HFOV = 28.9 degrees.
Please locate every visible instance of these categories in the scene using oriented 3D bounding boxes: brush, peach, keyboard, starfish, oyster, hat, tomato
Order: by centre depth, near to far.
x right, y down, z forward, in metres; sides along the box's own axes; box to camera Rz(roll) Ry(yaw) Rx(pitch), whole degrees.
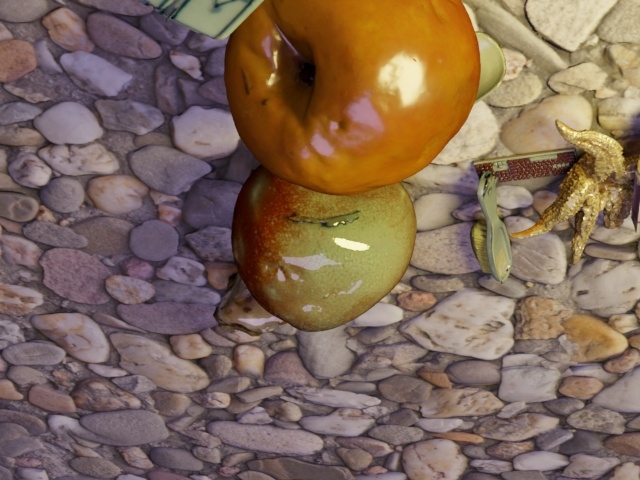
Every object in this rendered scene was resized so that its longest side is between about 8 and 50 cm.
[{"bbox_3d":[0.046,-0.226,1.671,0.342,0.343,0.301,-24,177,37],"label":"peach"},{"bbox_3d":[0.189,-0.247,1.822,0.166,0.081,0.122,-32,90,23],"label":"hat"},{"bbox_3d":[0.456,-0.076,1.976,0.301,0.084,0.294,0,141,-20],"label":"starfish"},{"bbox_3d":[0.000,0.000,1.994,0.303,0.239,0.304,-4,120,-6],"label":"tomato"},{"bbox_3d":[0.333,-0.117,2.002,0.165,0.017,0.055,-7,142,20],"label":"keyboard"},{"bbox_3d":[0.278,-0.025,2.103,0.060,0.068,0.297,16,152,25],"label":"brush"},{"bbox_3d":[-0.066,0.078,2.288,0.221,0.096,0.361,13,144,-14],"label":"oyster"}]

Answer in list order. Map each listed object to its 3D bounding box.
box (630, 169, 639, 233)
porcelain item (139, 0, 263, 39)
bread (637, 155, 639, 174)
[{"bbox_3d":[0.510,-0.063,1.912,0.050,0.036,0.117,-10,139,-1],"label":"box"},{"bbox_3d":[-0.109,-0.405,1.470,0.157,0.286,0.281,29,141,-25],"label":"porcelain item"},{"bbox_3d":[0.535,-0.136,1.842,0.126,0.129,0.044,14,176,-10],"label":"bread"}]
